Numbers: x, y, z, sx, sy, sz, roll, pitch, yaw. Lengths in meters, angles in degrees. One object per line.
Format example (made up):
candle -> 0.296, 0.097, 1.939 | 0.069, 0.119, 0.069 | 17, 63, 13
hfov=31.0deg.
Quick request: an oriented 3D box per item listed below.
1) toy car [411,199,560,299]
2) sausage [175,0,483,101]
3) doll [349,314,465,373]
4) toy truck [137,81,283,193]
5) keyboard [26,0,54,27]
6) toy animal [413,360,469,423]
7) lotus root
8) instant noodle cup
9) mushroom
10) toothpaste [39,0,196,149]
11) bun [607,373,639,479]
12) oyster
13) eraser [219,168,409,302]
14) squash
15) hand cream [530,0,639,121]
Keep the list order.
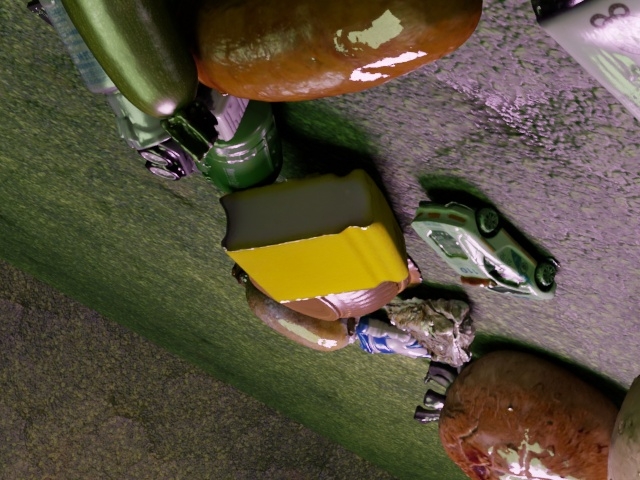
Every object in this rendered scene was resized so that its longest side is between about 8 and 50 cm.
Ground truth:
toy car -> 0.167, 0.019, 1.149 | 0.093, 0.058, 0.186 | 4, 153, 49
sausage -> -0.005, -0.151, 0.788 | 0.109, 0.109, 0.270 | 36, 159, -32
doll -> 0.096, 0.143, 1.676 | 0.227, 0.057, 0.114 | 16, 167, 20
toy truck -> -0.102, -0.115, 1.068 | 0.125, 0.101, 0.242 | 19, 166, 9
keyboard -> -0.222, -0.195, 1.158 | 0.155, 0.010, 0.053 | 36, 161, -32
toy animal -> 0.212, 0.240, 1.755 | 0.121, 0.094, 0.225 | 16, 163, 4
lotus root -> -0.036, 0.079, 1.573 | 0.192, 0.113, 0.088 | 27, 128, 9
instant noodle cup -> -0.014, 0.033, 1.425 | 0.274, 0.090, 0.274 | 23, 164, 7
mushroom -> 0.287, 0.270, 1.544 | 0.278, 0.146, 0.278 | 17, 129, 22
toothpaste -> -0.187, -0.209, 0.856 | 0.114, 0.073, 0.299 | 7, 132, 52
bun -> 0.445, 0.247, 1.139 | 0.326, 0.234, 0.362 | 38, 155, -20
oyster -> 0.145, 0.108, 1.469 | 0.125, 0.064, 0.177 | 38, 166, -32
eraser -> 0.000, 0.000, 1.202 | 0.158, 0.069, 0.226 | -12, 161, 9
squash -> -0.145, -0.188, 0.770 | 0.080, 0.071, 0.318 | 30, 147, 41
hand cream -> 0.277, -0.060, 0.725 | 0.336, 0.076, 0.121 | 38, 157, -17
